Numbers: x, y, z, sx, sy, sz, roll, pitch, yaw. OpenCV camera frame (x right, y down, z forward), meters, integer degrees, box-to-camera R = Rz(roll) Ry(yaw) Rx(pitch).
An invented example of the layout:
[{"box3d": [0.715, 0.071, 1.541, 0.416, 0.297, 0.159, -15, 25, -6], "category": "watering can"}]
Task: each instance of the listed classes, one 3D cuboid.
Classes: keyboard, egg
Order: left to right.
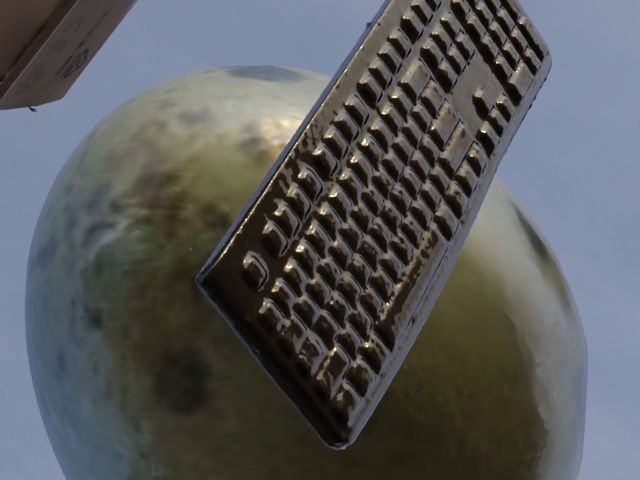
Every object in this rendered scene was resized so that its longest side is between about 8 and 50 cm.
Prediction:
[{"box3d": [-0.008, 0.074, 1.201, 0.345, 0.345, 0.428, -33, -47, -7], "category": "egg"}, {"box3d": [0.009, -0.002, 0.746, 0.103, 0.041, 0.381, 52, -132, -20], "category": "keyboard"}]

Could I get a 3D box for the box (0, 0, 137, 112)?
[{"box3d": [-0.154, -0.209, 0.792, 0.251, 0.106, 0.203, 41, -75, 4], "category": "box"}]
